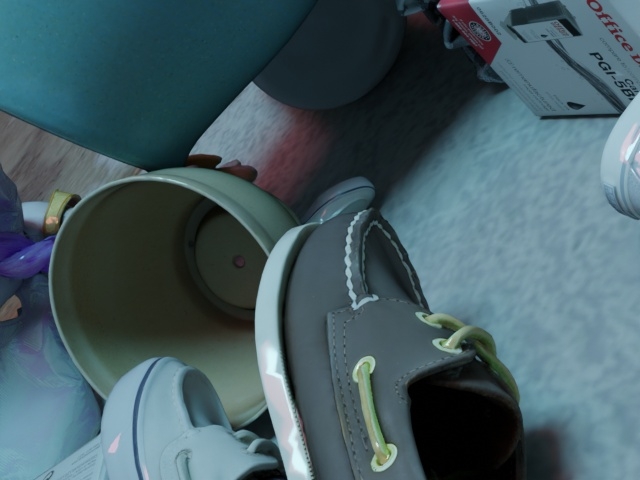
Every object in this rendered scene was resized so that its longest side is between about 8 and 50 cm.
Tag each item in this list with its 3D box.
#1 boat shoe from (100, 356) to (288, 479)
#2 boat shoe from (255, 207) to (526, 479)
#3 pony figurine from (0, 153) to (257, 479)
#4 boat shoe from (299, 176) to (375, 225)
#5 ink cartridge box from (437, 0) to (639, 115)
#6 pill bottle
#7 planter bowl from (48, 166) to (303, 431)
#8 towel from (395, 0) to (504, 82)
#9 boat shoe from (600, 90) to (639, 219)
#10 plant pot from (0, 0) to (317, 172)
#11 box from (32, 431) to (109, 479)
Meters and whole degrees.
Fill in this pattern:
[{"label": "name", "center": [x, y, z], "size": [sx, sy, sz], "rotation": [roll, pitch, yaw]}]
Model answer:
[{"label": "boat shoe", "center": [-0.044, 0.138, 0.570], "size": [0.088, 0.096, 0.267], "rotation": [-36, 29, 10]}, {"label": "boat shoe", "center": [0.040, 0.091, 0.485], "size": [0.097, 0.116, 0.324], "rotation": [-33, 33, 21]}, {"label": "pony figurine", "center": [-0.262, 0.022, 0.891], "size": [0.363, 0.302, 0.351], "rotation": [-10, 15, 29]}, {"label": "boat shoe", "center": [0.000, 0.000, 0.777], "size": [0.100, 0.035, 0.035], "rotation": [-39, 54, 11]}, {"label": "ink cartridge box", "center": [0.143, -0.118, 0.630], "size": [0.056, 0.099, 0.135], "rotation": [-55, 25, -14]}, {"label": "pill bottle", "center": [-0.030, -0.200, 0.983], "size": [0.136, 0.136, 0.245], "rotation": [-47, 25, 4]}, {"label": "planter bowl", "center": [-0.069, 0.025, 0.726], "size": [0.162, 0.162, 0.109], "rotation": [-33, 2, 29]}, {"label": "towel", "center": [0.150, -0.252, 0.797], "size": [0.235, 0.121, 0.283], "rotation": [-36, 26, 21]}, {"label": "boat shoe", "center": [0.199, -0.085, 0.541], "size": [0.184, 0.066, 0.063], "rotation": [-51, 39, -12]}, {"label": "plant pot", "center": [-0.120, -0.189, 0.735], "size": [0.255, 0.272, 0.272], "rotation": [-64, 25, 4]}, {"label": "box", "center": [-0.123, 0.178, 0.646], "size": [0.101, 0.087, 0.102], "rotation": [-35, 27, 25]}]
